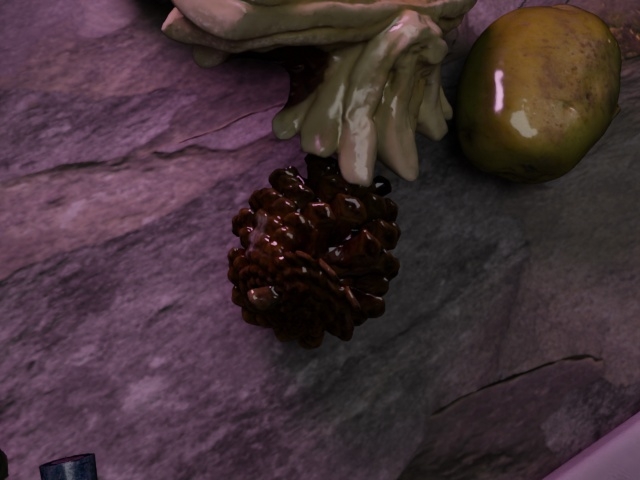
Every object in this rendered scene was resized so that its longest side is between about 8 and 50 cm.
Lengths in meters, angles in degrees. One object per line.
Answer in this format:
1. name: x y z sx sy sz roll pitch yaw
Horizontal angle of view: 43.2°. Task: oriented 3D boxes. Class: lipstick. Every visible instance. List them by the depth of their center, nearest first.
1. lipstick: -0.224 0.328 0.785 0.054 0.053 0.234 -11 86 -18

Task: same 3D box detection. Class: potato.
1. potato: 0.261 -0.177 0.974 0.197 0.148 0.228 10 74 0

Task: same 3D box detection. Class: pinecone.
1. pinecone: 0.000 -0.002 0.849 0.186 0.168 0.212 10 65 29

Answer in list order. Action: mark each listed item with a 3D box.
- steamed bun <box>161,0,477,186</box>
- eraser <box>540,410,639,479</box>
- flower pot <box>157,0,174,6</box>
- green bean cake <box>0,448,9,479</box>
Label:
1. steamed bun: 0.037 -0.194 0.841 0.247 0.189 0.428 32 33 21
2. eraser: 0.361 0.315 0.930 0.270 0.095 0.174 -27 84 -20
3. flower pot: -0.131 -0.351 0.895 0.243 0.157 0.189 5 76 -21
4. green bean cake: -0.396 0.187 0.725 0.181 0.094 0.173 -35 77 -19
